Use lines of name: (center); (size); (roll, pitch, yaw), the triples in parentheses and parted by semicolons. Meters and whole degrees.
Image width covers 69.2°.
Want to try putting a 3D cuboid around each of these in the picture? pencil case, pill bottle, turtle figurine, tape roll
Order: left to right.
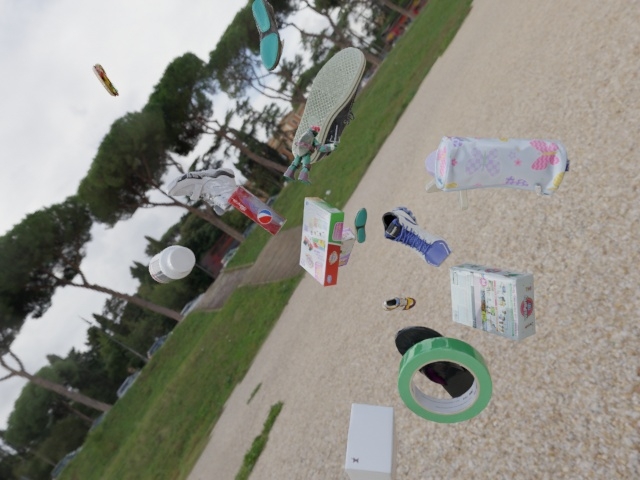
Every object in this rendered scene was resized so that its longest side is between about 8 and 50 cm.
pill bottle: (-0.781, 0.124, 2.456); (0.319, 0.176, 0.176); (-18, 35, 54)
turtle figurine: (-0.039, -0.316, 1.637); (0.175, 0.118, 0.234); (16, 80, 57)
tape roll: (0.437, 0.499, 1.644); (0.321, 0.321, 0.077); (-56, 3, 23)
pencil case: (0.394, -0.166, 1.031); (0.113, 0.273, 0.124); (-86, -1, -76)

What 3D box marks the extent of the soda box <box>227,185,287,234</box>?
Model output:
soda box: (-0.284, -0.136, 2.098); (0.092, 0.263, 0.083); (-53, 3, 6)

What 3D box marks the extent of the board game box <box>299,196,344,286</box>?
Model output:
board game box: (0.000, 0.000, 1.950); (0.242, 0.064, 0.316); (38, 127, 55)

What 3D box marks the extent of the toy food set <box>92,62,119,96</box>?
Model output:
toy food set: (-0.499, -0.372, 1.080); (0.020, 0.082, 0.083); (-33, 29, -6)

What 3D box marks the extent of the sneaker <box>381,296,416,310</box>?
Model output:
sneaker: (0.421, 0.333, 2.450); (0.084, 0.186, 0.069); (98, 162, -67)

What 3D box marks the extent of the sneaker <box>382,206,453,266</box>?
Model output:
sneaker: (0.348, -0.012, 1.821); (0.182, 0.315, 0.127); (-7, -45, -49)

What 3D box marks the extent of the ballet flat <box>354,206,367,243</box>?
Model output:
ballet flat: (0.152, -0.065, 1.850); (0.052, 0.057, 0.168); (-129, 32, -50)

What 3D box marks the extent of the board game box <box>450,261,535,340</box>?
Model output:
board game box: (0.622, 0.214, 1.699); (0.303, 0.098, 0.223); (11, 110, 60)

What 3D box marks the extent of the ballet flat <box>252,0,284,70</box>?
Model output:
ballet flat: (-0.186, -0.785, 1.780); (0.095, 0.280, 0.096); (-10, 0, 31)

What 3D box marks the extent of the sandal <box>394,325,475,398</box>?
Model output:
sandal: (0.470, 0.485, 1.760); (0.167, 0.446, 0.107); (-46, 10, 19)

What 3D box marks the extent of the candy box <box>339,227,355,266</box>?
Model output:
candy box: (0.057, 0.045, 2.122); (0.165, 0.070, 0.196); (-12, -38, -25)

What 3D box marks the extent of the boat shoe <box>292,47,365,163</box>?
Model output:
boat shoe: (0.046, -0.542, 1.906); (0.156, 0.187, 0.500); (-10, -46, -52)

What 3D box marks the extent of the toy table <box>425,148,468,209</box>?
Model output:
toy table: (0.550, -0.264, 1.825); (0.160, 0.275, 0.252); (76, -161, -53)

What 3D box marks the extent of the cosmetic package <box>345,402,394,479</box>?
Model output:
cosmetic package: (0.208, 0.818, 1.785); (0.453, 0.162, 0.230); (75, -160, -51)

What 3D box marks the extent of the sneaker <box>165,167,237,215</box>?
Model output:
sneaker: (-0.569, -0.233, 2.318); (0.366, 0.210, 0.137); (-17, -17, -31)
